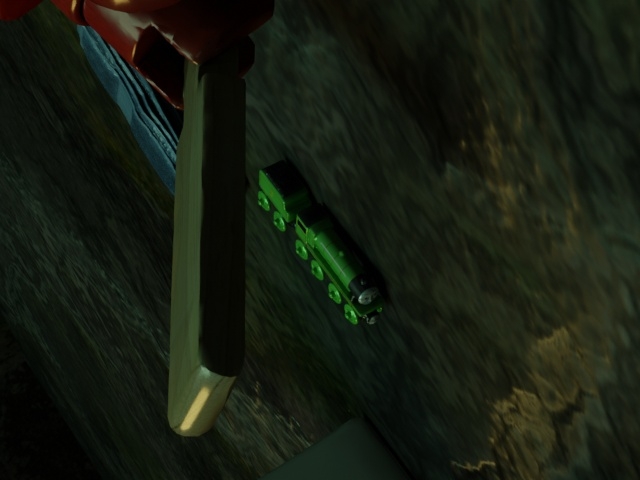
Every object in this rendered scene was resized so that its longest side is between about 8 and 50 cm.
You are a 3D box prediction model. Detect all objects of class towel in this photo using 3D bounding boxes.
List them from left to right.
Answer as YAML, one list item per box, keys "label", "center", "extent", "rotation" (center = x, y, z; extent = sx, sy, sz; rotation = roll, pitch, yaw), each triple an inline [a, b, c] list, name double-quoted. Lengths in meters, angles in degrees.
- label: "towel"
  center: [-0.080, -0.063, 0.911]
  extent: [0.119, 0.029, 0.067]
  rotation: [57, 169, 5]

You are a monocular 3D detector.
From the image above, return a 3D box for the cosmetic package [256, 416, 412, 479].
- label: "cosmetic package"
  center: [-0.025, 0.243, 0.972]
  extent: [0.138, 0.224, 0.225]
  rotation: [51, 166, 32]

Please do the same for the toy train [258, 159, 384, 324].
- label: "toy train"
  center: [0.000, 0.000, 0.777]
  extent: [0.083, 0.017, 0.024]
  rotation: [52, 156, 29]

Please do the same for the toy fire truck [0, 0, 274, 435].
- label: "toy fire truck"
  center: [-0.066, -0.091, 0.555]
  extent: [0.246, 0.158, 0.217]
  rotation: [44, 165, 11]
